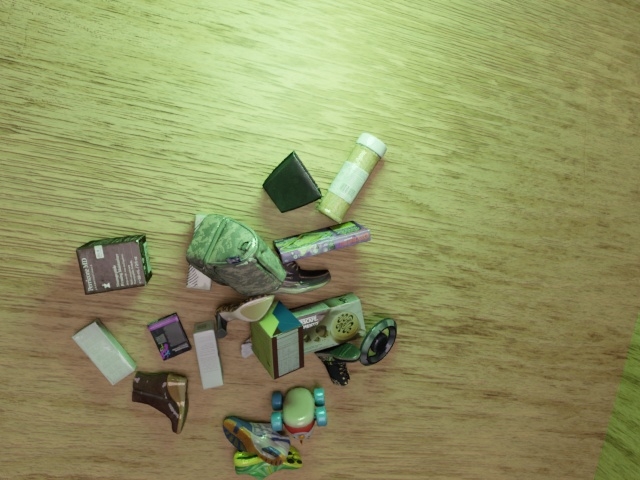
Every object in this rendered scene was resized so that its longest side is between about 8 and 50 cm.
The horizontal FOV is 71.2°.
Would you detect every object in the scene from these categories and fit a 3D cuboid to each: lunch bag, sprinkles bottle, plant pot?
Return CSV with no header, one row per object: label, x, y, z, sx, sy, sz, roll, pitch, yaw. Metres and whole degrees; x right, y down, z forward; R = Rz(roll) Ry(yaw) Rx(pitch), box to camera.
lunch bag,-0.278,0.061,1.574,0.255,0.305,0.213,12,68,26
sprinkles bottle,0.122,-0.245,1.767,0.121,0.121,0.356,32,91,-16
plant pot,-0.114,-0.209,1.695,0.166,0.187,0.188,-34,105,7

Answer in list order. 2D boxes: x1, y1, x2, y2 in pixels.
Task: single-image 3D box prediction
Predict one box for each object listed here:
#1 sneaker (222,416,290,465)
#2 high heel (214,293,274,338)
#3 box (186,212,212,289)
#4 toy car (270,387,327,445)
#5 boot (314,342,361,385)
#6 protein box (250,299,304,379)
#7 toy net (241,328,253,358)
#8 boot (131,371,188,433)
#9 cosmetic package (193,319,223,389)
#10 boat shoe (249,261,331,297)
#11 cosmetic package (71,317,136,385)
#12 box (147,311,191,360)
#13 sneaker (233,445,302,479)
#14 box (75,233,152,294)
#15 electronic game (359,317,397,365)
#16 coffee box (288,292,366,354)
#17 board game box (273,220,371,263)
sneaker,-0.263,0.811,1.862,0.296,0.131,0.112,30,118,4
high heel,-0.292,0.242,1.698,0.261,0.186,0.093,-34,116,2
box,-0.439,0.040,1.685,0.094,0.113,0.276,7,96,-13
toy car,-0.081,0.760,1.850,0.218,0.210,0.238,-6,113,-2
boot,0.096,0.514,1.844,0.085,0.236,0.179,-41,114,-41
protein box,-0.168,0.378,1.719,0.135,0.199,0.201,-15,120,-28
toy net,-0.249,0.373,1.822,0.122,0.045,0.232,26,95,-40
boot,-0.632,0.638,1.764,0.206,0.090,0.249,5,99,-2
cosmetic package,-0.436,0.444,1.747,0.085,0.117,0.231,-11,102,-10
boat shoe,-0.131,0.139,1.763,0.354,0.132,0.131,-7,99,-13
cosmetic package,-0.809,0.417,1.682,0.098,0.060,0.239,-34,105,-8
box,-0.587,0.376,1.746,0.115,0.029,0.162,-21,102,-9
sneaker,-0.223,0.936,1.896,0.295,0.109,0.124,7,116,-14
box,-0.724,0.080,1.593,0.202,0.167,0.169,-9,101,-12
electronic game,0.245,0.430,1.893,0.229,0.048,0.230,-25,131,-33
coffee box,0.021,0.340,1.837,0.296,0.119,0.168,-13,102,-12
board game box,0.000,0.000,1.733,0.346,0.208,0.056,-14,102,-10
